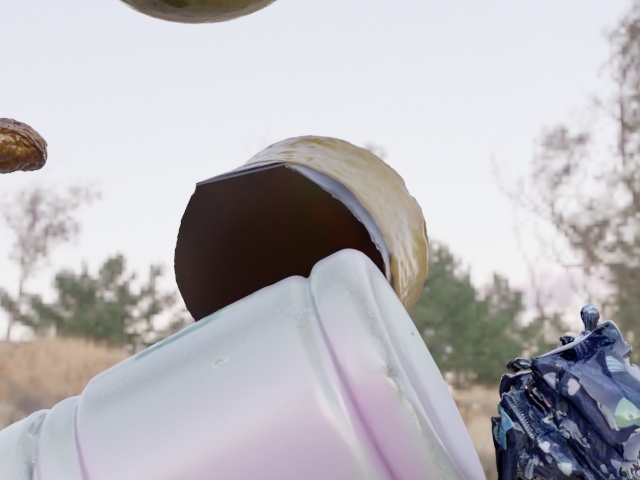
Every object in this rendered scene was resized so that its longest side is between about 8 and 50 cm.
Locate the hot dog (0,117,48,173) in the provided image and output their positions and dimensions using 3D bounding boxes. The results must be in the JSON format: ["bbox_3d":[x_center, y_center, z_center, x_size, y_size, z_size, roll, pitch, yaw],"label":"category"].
[{"bbox_3d":[-0.412,-0.110,1.729,0.147,0.065,0.099,-9,-7,-29],"label":"hot dog"}]

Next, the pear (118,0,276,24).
[{"bbox_3d":[-0.091,-0.344,1.160,0.304,0.304,0.304,1,-14,0],"label":"pear"}]

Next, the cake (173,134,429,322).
[{"bbox_3d":[0.000,0.000,1.136,0.185,0.208,0.178,18,32,16],"label":"cake"}]

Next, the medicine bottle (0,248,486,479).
[{"bbox_3d":[-0.070,0.167,0.935,0.325,0.212,0.212,-29,-20,7],"label":"medicine bottle"}]

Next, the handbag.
[{"bbox_3d":[0.181,0.170,0.869,0.113,0.162,0.260,-30,-45,-16],"label":"handbag"}]
